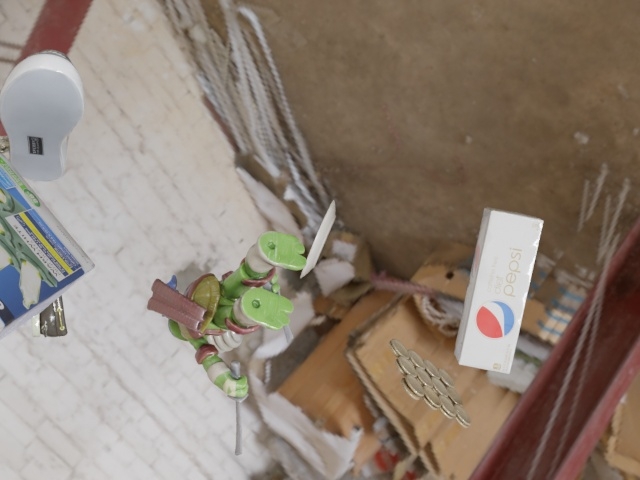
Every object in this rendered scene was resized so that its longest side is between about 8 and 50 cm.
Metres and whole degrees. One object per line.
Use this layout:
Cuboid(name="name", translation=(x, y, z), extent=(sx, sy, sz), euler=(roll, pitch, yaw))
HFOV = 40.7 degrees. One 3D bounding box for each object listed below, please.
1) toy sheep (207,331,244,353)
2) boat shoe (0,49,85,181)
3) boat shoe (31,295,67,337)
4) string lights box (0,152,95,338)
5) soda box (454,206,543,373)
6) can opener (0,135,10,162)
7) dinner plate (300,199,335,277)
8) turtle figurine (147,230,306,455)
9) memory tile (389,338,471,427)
Cuboid(name="toy sheep", translation=(-0.180, 0.160, 1.553), extent=(0.132, 0.091, 0.091), euler=(-11, 129, 26))
Cuboid(name="boat shoe", translation=(-0.282, -0.140, 0.888), extent=(0.080, 0.076, 0.228), euler=(7, 156, -14))
Cuboid(name="boat shoe", translation=(-0.523, 0.074, 1.676), extent=(0.068, 0.228, 0.081), euler=(2, 177, -17))
Cuboid(name="string lights box", translation=(-0.271, 0.015, 0.642), extent=(0.133, 0.076, 0.260), euler=(51, -174, -7))
Cuboid(name="soda box", translation=(0.242, 0.068, 1.180), extent=(0.073, 0.216, 0.069), euler=(11, -174, 2))
Cuboid(name="can opener", translation=(-0.422, -0.059, 1.005), extent=(0.074, 0.280, 0.093), euler=(10, 113, 7))
Cuboid(name="dinner plate", translation=(0.000, 0.000, 1.423), extent=(0.017, 0.141, 0.141), euler=(24, 155, 1))
Cuboid(name="turtle figurine", translation=(-0.089, 0.115, 1.215), extent=(0.275, 0.198, 0.266), euler=(52, 143, 1))
Cuboid(name="memory tile", translation=(0.157, 0.206, 1.237), extent=(0.148, 0.012, 0.113), euler=(35, -159, -34))
